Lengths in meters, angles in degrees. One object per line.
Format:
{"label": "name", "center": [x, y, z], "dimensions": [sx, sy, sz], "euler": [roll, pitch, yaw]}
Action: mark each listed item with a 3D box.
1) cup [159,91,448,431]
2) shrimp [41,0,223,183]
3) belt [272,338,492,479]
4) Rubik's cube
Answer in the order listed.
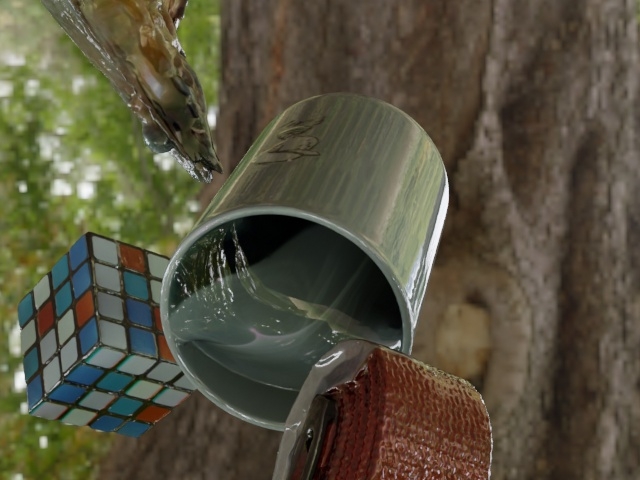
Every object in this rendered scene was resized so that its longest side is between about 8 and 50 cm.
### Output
{"label": "cup", "center": [0.000, 0.000, 1.215], "dimensions": [0.206, 0.205, 0.312], "euler": [-1, -154, 13]}
{"label": "shrimp", "center": [-0.134, -0.186, 0.979], "dimensions": [0.062, 0.316, 0.164], "euler": [-30, 176, 42]}
{"label": "belt", "center": [0.029, 0.169, 0.934], "dimensions": [0.124, 0.200, 0.128], "euler": [24, 162, -28]}
{"label": "Rubik's cube", "center": [-0.230, 0.109, 1.541], "dimensions": [0.155, 0.154, 0.151], "euler": [21, 130, -38]}
